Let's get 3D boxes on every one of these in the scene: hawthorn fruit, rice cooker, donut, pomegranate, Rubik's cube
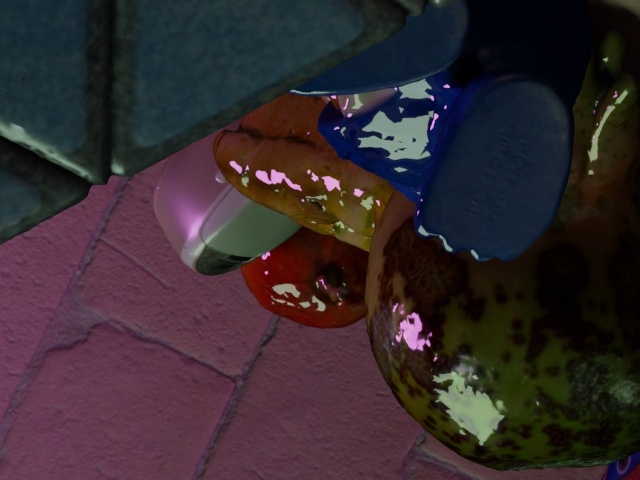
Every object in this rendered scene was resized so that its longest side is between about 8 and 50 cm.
[{"bbox_3d":[0.000,0.000,1.322,0.205,0.205,0.253,26,-155,-14],"label":"hawthorn fruit"},{"bbox_3d":[-0.069,-0.061,1.183,0.127,0.206,0.145,43,-165,22],"label":"rice cooker"},{"bbox_3d":[0.053,-0.051,0.957,0.261,0.128,0.208,23,177,35],"label":"donut"},{"bbox_3d":[0.110,-0.002,0.678,0.204,0.222,0.276,-22,131,23],"label":"pomegranate"},{"bbox_3d":[-0.069,-0.139,0.373,0.233,0.229,0.228,-25,-96,-48],"label":"Rubik's cube"}]

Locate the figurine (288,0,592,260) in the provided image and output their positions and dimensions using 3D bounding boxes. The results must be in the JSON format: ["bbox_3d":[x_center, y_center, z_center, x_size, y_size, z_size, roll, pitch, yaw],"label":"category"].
[{"bbox_3d":[0.045,-0.092,0.524,0.164,0.121,0.262,55,-173,-29],"label":"figurine"}]

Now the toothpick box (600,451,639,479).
[{"bbox_3d":[0.327,0.194,0.960,0.204,0.333,0.204,25,176,2],"label":"toothpick box"}]
